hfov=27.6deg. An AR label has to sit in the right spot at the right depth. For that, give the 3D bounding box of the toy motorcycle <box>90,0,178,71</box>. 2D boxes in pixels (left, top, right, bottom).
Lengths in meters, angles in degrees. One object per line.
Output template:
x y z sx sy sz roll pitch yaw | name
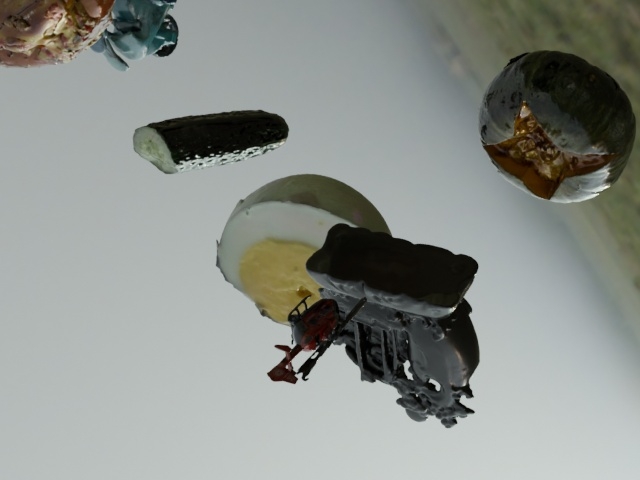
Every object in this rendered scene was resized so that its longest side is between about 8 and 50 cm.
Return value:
-0.331 -0.424 2.255 0.206 0.154 0.260 -36 -52 -46 | toy motorcycle

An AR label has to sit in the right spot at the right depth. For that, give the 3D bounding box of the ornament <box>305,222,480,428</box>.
0.102 0.126 1.754 0.106 0.251 0.260 -49 -33 -42 | ornament

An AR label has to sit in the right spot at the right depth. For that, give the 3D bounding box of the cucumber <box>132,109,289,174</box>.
-0.132 -0.135 1.714 0.241 0.074 0.074 -14 -112 -42 | cucumber

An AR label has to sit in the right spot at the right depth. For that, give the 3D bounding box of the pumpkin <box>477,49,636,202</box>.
0.338 -0.167 1.866 0.238 0.238 0.159 53 -126 -22 | pumpkin

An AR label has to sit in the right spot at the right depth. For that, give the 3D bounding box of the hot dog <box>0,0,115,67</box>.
-0.373 -0.322 1.772 0.150 0.256 0.153 6 -119 -56 | hot dog

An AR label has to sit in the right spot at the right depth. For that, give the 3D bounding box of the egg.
0.000 0.000 2.273 0.337 0.337 0.201 53 -140 -26 | egg

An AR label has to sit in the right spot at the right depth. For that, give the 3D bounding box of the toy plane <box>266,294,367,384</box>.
-0.011 0.103 1.384 0.060 0.145 0.037 17 134 30 | toy plane
